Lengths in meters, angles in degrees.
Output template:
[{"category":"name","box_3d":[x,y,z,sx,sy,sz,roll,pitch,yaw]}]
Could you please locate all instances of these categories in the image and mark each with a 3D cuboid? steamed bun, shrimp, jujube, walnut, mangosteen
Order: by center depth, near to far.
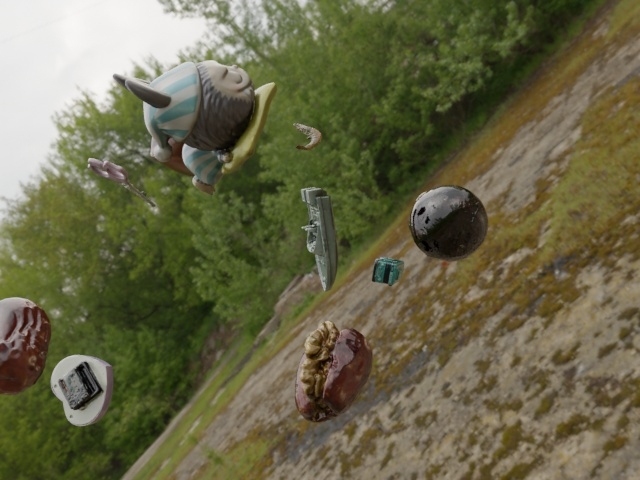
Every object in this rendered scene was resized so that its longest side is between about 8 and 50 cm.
[{"category":"jujube","box_3d":[-0.666,0.226,1.243,0.155,0.155,0.230,-44,34,6]},{"category":"mangosteen","box_3d":[0.330,-0.059,1.548,0.211,0.211,0.250,-43,28,9]},{"category":"walnut","box_3d":[0.027,0.382,1.676,0.222,0.244,0.269,-5,42,26]},{"category":"shrimp","box_3d":[-0.053,-0.310,1.715,0.083,0.114,0.023,-50,-26,-12]},{"category":"steamed bun","box_3d":[-0.467,-0.359,2.160,0.379,0.248,0.235,34,-115,-87]}]

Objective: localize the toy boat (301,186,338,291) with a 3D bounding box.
[{"category":"toy boat","box_3d":[0.000,0.000,1.728,0.092,0.319,0.141,-11,10,-13]}]

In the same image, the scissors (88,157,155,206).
[{"category":"scissors","box_3d":[-0.467,-0.137,1.393,0.212,0.110,0.021,45,-121,-56]}]

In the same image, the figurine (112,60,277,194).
[{"category":"figurine","box_3d":[-0.358,-0.339,1.507,0.361,0.378,0.266,-41,31,43]}]

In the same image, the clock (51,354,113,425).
[{"category":"clock","box_3d":[-0.650,0.397,1.572,0.172,0.198,0.064,-39,-18,6]}]

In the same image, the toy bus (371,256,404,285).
[{"category":"toy bus","box_3d":[0.227,0.102,1.914,0.160,0.092,0.079,-5,-76,-72]}]
